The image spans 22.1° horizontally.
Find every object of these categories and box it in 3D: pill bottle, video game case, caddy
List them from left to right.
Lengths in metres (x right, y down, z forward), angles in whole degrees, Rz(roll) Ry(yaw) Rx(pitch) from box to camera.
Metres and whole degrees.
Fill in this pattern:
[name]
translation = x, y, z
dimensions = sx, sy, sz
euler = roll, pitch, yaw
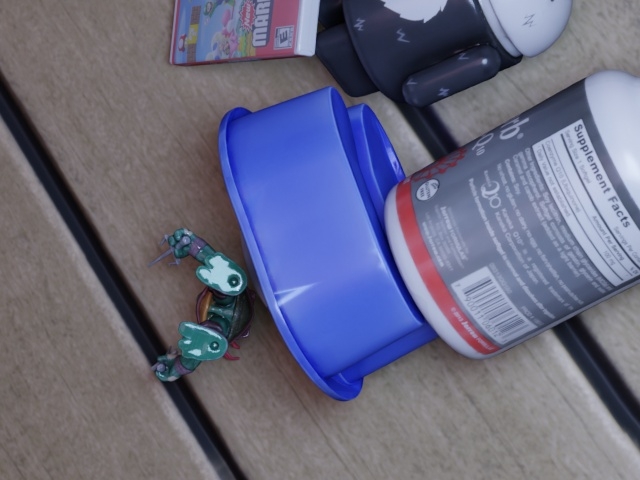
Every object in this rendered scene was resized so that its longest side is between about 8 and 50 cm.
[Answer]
[video game case]
translation = -0.084, -0.304, 1.855
dimensions = 0.285, 0.025, 0.204
euler = 5, 89, 56
[caddy]
translation = 0.000, 0.000, 1.761
dimensions = 0.179, 0.241, 0.341
euler = -24, 77, 17
[pill bottle]
translation = 0.264, -0.044, 1.657
dimensions = 0.363, 0.210, 0.210
euler = -29, 76, 20

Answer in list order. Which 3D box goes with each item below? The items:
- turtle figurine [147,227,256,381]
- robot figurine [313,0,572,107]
[turtle figurine]
translation = -0.131, 0.073, 1.852
dimensions = 0.118, 0.234, 0.175
euler = -1, 89, -10
[robot figurine]
translation = 0.130, -0.251, 1.749
dimensions = 0.278, 0.173, 0.209
euler = -18, 87, 23
